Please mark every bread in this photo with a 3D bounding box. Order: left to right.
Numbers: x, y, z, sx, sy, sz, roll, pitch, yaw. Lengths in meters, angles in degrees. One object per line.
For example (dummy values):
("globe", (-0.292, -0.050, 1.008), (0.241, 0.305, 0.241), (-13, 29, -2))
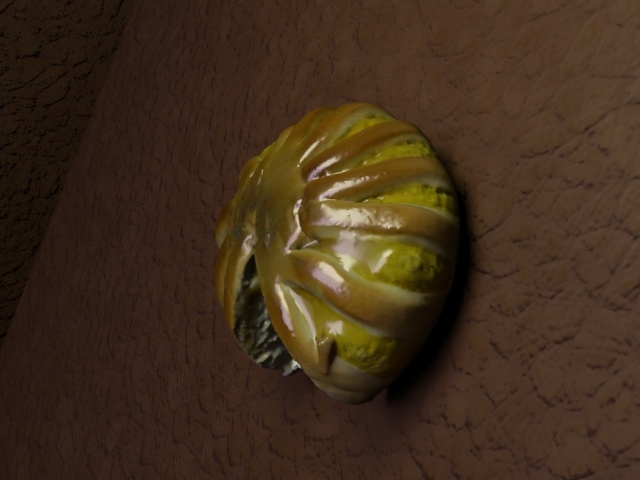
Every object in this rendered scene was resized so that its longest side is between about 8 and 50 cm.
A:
("bread", (0.000, 0.000, 1.070), (0.333, 0.160, 0.332), (-32, 49, 46))
